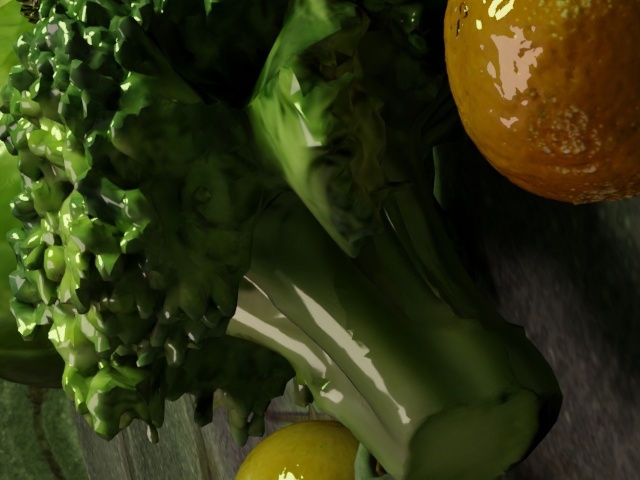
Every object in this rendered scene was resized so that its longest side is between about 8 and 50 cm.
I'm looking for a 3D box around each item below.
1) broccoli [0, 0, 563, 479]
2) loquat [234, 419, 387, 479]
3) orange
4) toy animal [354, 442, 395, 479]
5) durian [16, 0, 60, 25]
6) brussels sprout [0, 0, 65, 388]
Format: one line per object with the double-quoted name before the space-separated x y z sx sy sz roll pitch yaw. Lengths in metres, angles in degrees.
"broccoli" -0.023 -0.021 0.913 0.317 0.277 0.338 39 145 55
"loquat" 0.001 0.192 1.284 0.141 0.141 0.141 164 90 -74
"orange" 0.109 -0.081 0.696 0.117 0.135 0.136 -6 102 39
"toy animal" 0.019 0.185 1.026 0.284 0.225 0.302 55 -154 -32
"durian" -0.156 -0.264 1.253 0.291 0.224 0.291 51 -162 -23
"brussels sprout" -0.226 -0.060 1.558 0.289 0.281 0.355 44 -141 -58
